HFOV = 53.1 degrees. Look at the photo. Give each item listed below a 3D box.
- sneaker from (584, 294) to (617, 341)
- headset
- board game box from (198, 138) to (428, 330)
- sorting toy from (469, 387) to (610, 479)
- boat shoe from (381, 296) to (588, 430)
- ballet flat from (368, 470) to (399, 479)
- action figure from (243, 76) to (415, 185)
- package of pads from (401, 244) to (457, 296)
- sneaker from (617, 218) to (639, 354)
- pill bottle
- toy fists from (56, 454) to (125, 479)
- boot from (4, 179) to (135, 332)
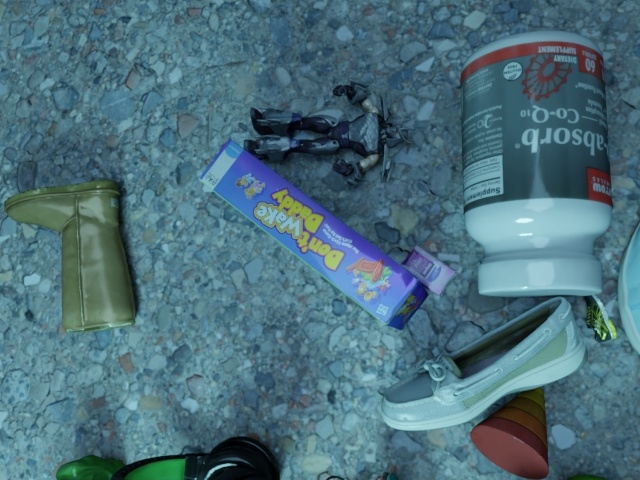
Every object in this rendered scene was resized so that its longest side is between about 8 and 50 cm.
[{"bbox_3d":[0.423,0.118,0.984,0.035,0.031,0.083,-26,76,8],"label":"sneaker"},{"bbox_3d":[-0.120,0.417,0.965,0.394,0.243,0.185,5,92,-12],"label":"headset"},{"bbox_3d":[0.000,0.000,0.997,0.347,0.233,0.078,37,90,16],"label":"board game box"},{"bbox_3d":[0.408,0.331,0.933,0.365,0.127,0.126,30,58,13],"label":"sorting toy"},{"bbox_3d":[0.234,0.186,0.957,0.320,0.118,0.103,-21,104,5],"label":"boat shoe"},{"bbox_3d":[0.137,0.458,0.960,0.077,0.091,0.241,-36,82,17],"label":"ballet flat"},{"bbox_3d":[0.019,-0.180,1.096,0.285,0.099,0.185,0,71,9],"label":"action figure"},{"bbox_3d":[0.177,0.049,1.052,0.083,0.032,0.050,35,87,16],"label":"package of pads"},{"bbox_3d":[0.523,-0.004,0.921,0.135,0.150,0.366,10,83,15],"label":"sneaker"},{"bbox_3d":[0.319,-0.101,0.954,0.210,0.210,0.363,-2,80,13],"label":"pill bottle"},{"bbox_3d":[-0.400,0.498,1.048,0.096,0.142,0.279,3,81,13],"label":"toy fists"},{"bbox_3d":[-0.464,0.036,1.172,0.236,0.089,0.270,-10,80,11],"label":"boot"}]
